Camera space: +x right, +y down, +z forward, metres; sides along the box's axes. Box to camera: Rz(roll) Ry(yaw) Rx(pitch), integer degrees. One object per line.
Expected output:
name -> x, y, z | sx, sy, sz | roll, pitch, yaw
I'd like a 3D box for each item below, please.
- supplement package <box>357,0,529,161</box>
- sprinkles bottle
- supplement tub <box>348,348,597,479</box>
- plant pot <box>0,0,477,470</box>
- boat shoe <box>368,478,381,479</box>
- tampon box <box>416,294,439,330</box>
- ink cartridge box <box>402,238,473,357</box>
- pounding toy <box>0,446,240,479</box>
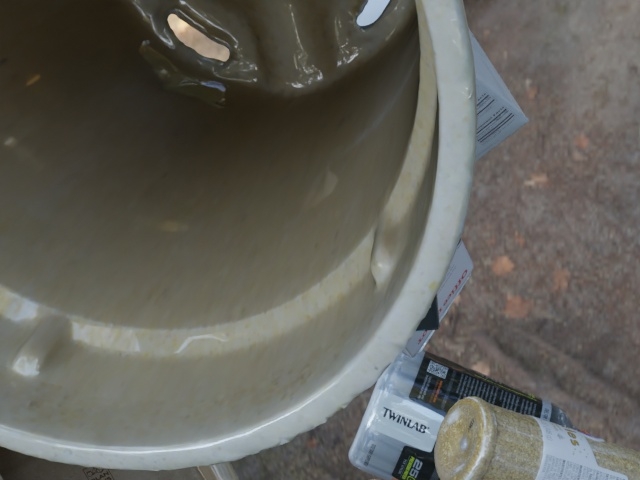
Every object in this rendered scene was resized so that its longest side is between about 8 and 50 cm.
supplement package -> 0.140, -0.218, 1.553 | 0.149, 0.203, 0.194 | -38, 59, 20
sprinkles bottle -> 0.325, 0.304, 1.494 | 0.355, 0.121, 0.121 | 19, 46, -22
supplement tub -> 0.230, 0.305, 1.727 | 0.338, 0.207, 0.207 | 22, 56, 6
plant pot -> -0.070, -0.119, 0.544 | 0.334, 0.333, 0.305 | 5, 29, 15
boat shoe -> 0.077, 0.395, 1.158 | 0.122, 0.110, 0.341 | -32, 33, 16
tampon box -> 0.000, 0.000, 0.824 | 0.161, 0.101, 0.120 | -5, 25, 6
ink cartridge box -> 0.092, 0.034, 1.304 | 0.082, 0.190, 0.139 | 29, 79, 25
pounding toy -> -0.147, 0.174, 0.613 | 0.206, 0.094, 0.181 | -26, 81, -35
